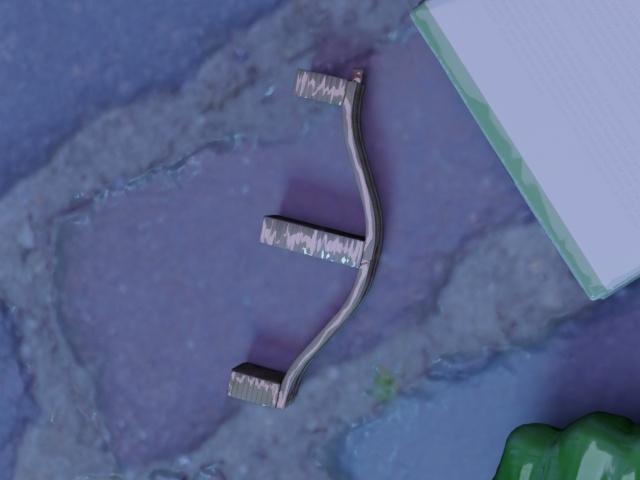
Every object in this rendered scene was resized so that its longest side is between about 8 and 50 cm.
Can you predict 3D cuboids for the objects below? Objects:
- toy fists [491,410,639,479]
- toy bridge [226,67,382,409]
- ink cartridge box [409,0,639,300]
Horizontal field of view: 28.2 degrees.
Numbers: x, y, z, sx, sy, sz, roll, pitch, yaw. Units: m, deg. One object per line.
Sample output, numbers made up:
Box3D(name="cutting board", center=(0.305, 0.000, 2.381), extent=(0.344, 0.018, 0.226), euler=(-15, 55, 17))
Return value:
Box3D(name="toy fists", center=(0.211, 0.161, 0.589), extent=(0.279, 0.096, 0.142), euler=(16, 105, 15))
Box3D(name="toy bridge", center=(0.000, 0.000, 0.685), extent=(0.063, 0.026, 0.188), euler=(15, 97, 15))
Box3D(name="ink cartridge box", center=(0.184, -0.102, 0.605), extent=(0.235, 0.056, 0.171), euler=(-33, 83, 13))
